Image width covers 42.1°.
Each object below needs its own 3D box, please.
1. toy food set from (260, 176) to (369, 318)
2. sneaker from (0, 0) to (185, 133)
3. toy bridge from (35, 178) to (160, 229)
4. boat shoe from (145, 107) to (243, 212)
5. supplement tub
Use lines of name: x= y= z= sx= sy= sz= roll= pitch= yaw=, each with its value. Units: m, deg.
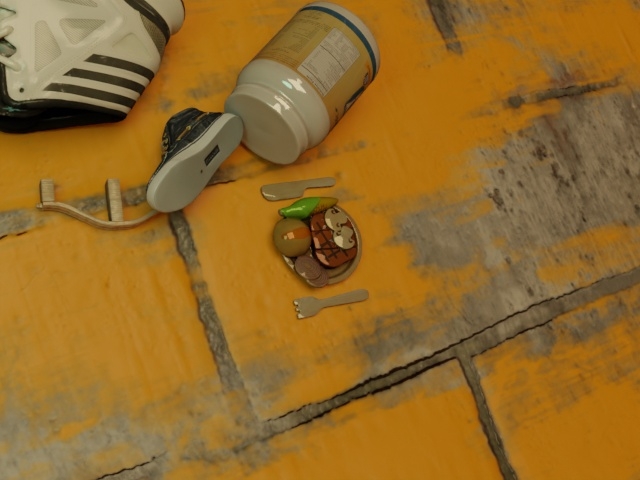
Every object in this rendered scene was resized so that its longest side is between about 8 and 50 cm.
toy food set: x=0.000 y=0.000 z=1.135 sx=0.132 sy=0.038 sz=0.192 roll=-12 pitch=78 yaw=-25
sneaker: x=-0.391 y=-0.290 z=0.973 sx=0.448 sy=0.169 sz=0.257 roll=29 pitch=64 yaw=-25
toy bridge: x=-0.261 y=-0.046 z=1.050 sx=0.188 sy=0.026 sz=0.063 roll=-3 pitch=75 yaw=-25
boat shoe: x=-0.181 y=-0.105 z=1.066 sx=0.083 sy=0.065 sz=0.183 roll=15 pitch=47 yaw=28
supplement tub: x=-0.024 y=-0.215 z=1.138 sx=0.144 sy=0.144 sz=0.199 roll=40 pitch=63 yaw=-6
